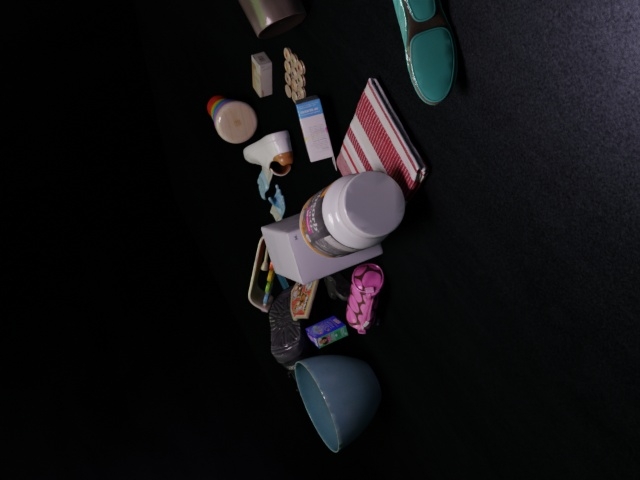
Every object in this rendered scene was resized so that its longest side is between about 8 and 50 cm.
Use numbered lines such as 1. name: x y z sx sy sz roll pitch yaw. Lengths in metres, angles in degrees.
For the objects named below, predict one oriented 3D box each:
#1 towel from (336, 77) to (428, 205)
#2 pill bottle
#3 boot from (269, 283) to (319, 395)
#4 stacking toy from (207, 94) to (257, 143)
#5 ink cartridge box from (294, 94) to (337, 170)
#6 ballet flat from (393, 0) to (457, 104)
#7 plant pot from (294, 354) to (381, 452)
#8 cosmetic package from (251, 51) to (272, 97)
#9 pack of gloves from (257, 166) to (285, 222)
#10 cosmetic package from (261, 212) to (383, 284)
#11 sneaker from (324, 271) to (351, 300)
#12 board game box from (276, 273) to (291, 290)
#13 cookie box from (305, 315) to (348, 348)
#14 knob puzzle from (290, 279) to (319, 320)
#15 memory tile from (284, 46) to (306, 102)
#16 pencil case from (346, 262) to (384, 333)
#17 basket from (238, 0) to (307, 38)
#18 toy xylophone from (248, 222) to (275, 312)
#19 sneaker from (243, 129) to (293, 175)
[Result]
1. towel: 0.125 -0.166 1.441 0.237 0.037 0.329 64 160 17
2. pill bottle: 0.065 -0.054 1.412 0.162 0.162 0.278 69 161 1
3. boot: -0.021 0.422 2.315 0.445 0.146 0.367 60 -157 -31
4. stacking toy: -0.325 -0.441 2.281 0.330 0.141 0.141 -133 28 -59
5. ink cartridge box: -0.011 -0.260 1.636 0.104 0.061 0.181 -102 -3 -72
6. ballet flat: 0.168 -0.348 1.082 0.087 0.083 0.247 -87 -18 -74
7. plant pot: 0.071 0.468 2.018 0.290 0.195 0.290 55 157 37
8. cosmetic package: -0.169 -0.480 1.918 0.060 0.041 0.115 56 158 33
9. pack of gloves: -0.186 -0.160 2.305 0.195 0.046 0.232 62 160 18
10. cosmetic package: 0.000 0.000 1.670 0.224 0.224 0.138 10 119 69
11. sneaker: 0.052 0.144 1.961 0.170 0.051 0.089 -125 22 -48
12. board game box: -0.127 0.149 2.497 0.133 0.033 0.168 68 167 -13
13. cookie box: 0.021 0.292 2.111 0.092 0.107 0.040 31 140 62
14. knob puzzle: -0.065 0.167 2.162 0.213 0.030 0.213 -51 28 41
15. memory tile: -0.068 -0.424 1.740 0.113 0.012 0.148 54 157 38
16. pencil case: 0.117 0.153 1.722 0.209 0.095 0.098 91 -173 -53
17. basket: -0.134 -0.600 1.531 0.227 0.154 0.204 67 158 -4
18. toy xylophone: -0.174 0.070 2.282 0.236 0.081 0.323 -73 -3 -59
19. sneaker: -0.161 -0.248 2.039 0.290 0.105 0.123 -8 100 70
